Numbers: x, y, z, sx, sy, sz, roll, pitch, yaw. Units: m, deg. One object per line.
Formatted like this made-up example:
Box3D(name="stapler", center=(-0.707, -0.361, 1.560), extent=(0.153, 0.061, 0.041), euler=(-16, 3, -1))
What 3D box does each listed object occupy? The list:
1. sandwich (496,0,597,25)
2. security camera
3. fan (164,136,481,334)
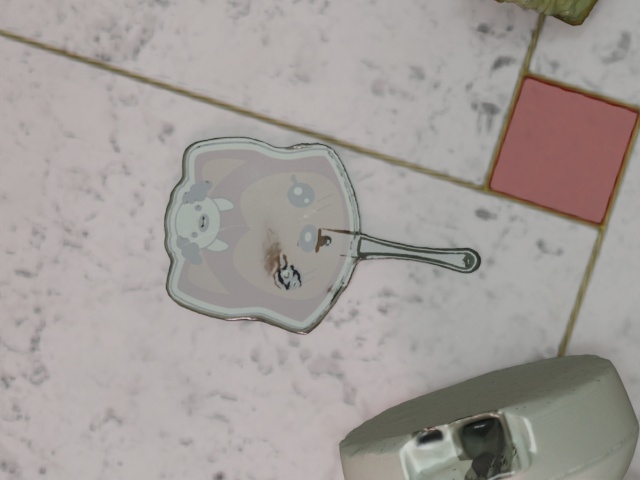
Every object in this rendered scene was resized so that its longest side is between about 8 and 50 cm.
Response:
Box3D(name="sandwich", center=(0.082, -0.245, 1.155), extent=(0.236, 0.122, 0.128), euler=(38, 114, 26))
Box3D(name="security camera", center=(0.129, 0.207, 1.140), extent=(0.195, 0.194, 0.236), euler=(-15, 94, 7))
Box3D(name="fan", center=(0.000, 0.000, 1.237), extent=(0.220, 0.009, 0.132), euler=(9, 92, 7))
